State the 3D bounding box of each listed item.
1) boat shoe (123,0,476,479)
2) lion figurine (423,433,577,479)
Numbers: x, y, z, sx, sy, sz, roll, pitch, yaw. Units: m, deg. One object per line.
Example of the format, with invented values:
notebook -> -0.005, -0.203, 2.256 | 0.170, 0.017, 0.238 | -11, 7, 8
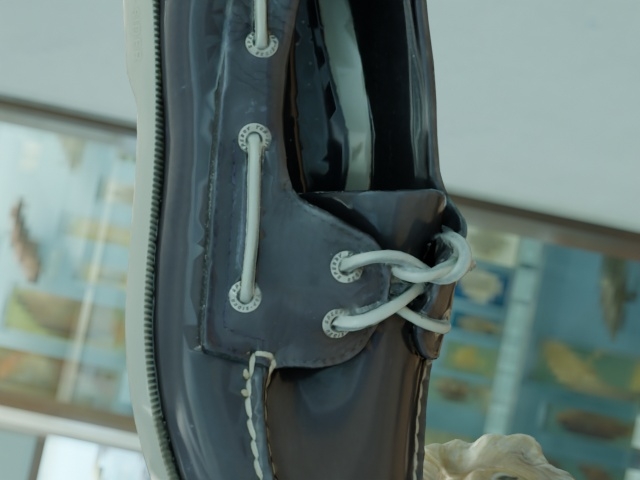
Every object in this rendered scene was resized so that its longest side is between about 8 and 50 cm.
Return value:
boat shoe -> 0.000, 0.000, 0.457 | 0.075, 0.065, 0.206 | -2, -97, -48
lion figurine -> 0.227, 0.155, 0.893 | 0.240, 0.392, 0.142 | 55, 145, 36
